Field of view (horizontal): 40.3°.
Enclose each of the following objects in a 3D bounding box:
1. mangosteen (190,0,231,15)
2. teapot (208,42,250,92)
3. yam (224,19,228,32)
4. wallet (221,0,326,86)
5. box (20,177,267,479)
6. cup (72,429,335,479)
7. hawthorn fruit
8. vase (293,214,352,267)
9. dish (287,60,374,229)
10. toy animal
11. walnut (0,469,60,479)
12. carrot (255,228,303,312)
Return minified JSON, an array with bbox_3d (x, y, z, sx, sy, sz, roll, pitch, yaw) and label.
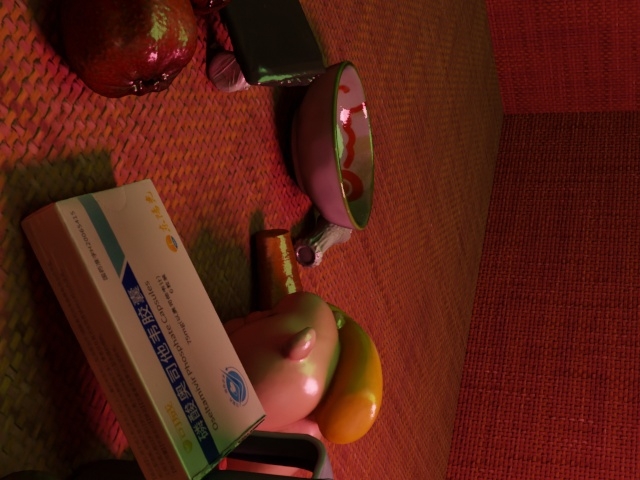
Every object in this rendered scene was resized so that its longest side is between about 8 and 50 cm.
[{"bbox_3d":[-0.175,-0.379,1.196,0.140,0.140,0.140,2,90,-69],"label":"mangosteen"},{"bbox_3d":[-0.141,-0.270,1.364,0.083,0.064,0.064,60,14,4],"label":"teapot"},{"bbox_3d":[-0.085,-0.439,1.474,0.071,0.067,0.317,74,29,-42],"label":"yam"},{"bbox_3d":[-0.091,-0.355,1.347,0.168,0.052,0.245,-16,86,-46],"label":"wallet"},{"bbox_3d":[-0.200,0.103,1.037,0.343,0.065,0.200,64,24,-1],"label":"box"},{"bbox_3d":[-0.141,0.367,1.051,0.257,0.311,0.331,55,41,-58],"label":"cup"},{"bbox_3d":[-0.226,-0.267,1.014,0.157,0.156,0.194,-6,87,-69],"label":"hawthorn fruit"},{"bbox_3d":[0.000,0.000,1.720,0.149,0.081,0.081,-46,134,-56],"label":"vase"},{"bbox_3d":[0.011,-0.177,1.678,0.324,0.124,0.324,-3,90,-75],"label":"dish"},{"bbox_3d":[-0.086,0.202,1.358,0.246,0.345,0.278,25,41,-32],"label":"toy animal"},{"bbox_3d":[-0.304,0.314,0.874,0.140,0.140,0.162,58,25,-55],"label":"walnut"},{"bbox_3d":[-0.071,0.077,1.529,0.087,0.087,0.194,-10,99,-69],"label":"carrot"}]
